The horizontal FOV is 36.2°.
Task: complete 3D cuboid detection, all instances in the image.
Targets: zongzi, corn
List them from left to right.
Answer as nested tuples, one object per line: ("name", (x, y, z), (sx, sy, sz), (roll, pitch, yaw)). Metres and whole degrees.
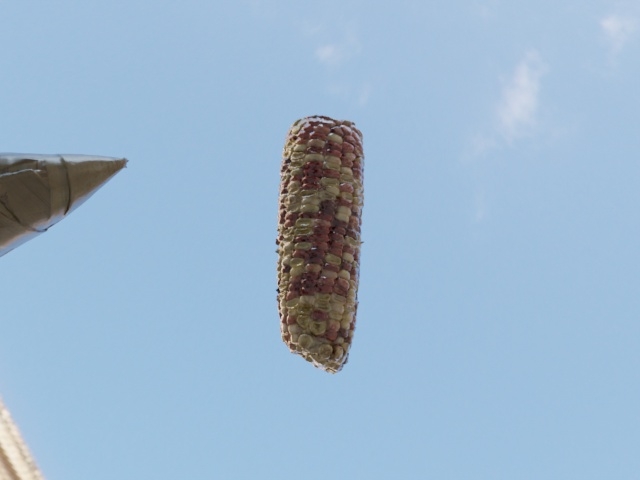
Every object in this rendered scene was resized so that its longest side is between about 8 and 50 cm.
("zongzi", (-0.241, -0.039, 0.688), (0.178, 0.189, 0.081), (-27, -63, -20))
("corn", (0.000, 0.000, 1.062), (0.098, 0.098, 0.289), (0, -109, 6))
